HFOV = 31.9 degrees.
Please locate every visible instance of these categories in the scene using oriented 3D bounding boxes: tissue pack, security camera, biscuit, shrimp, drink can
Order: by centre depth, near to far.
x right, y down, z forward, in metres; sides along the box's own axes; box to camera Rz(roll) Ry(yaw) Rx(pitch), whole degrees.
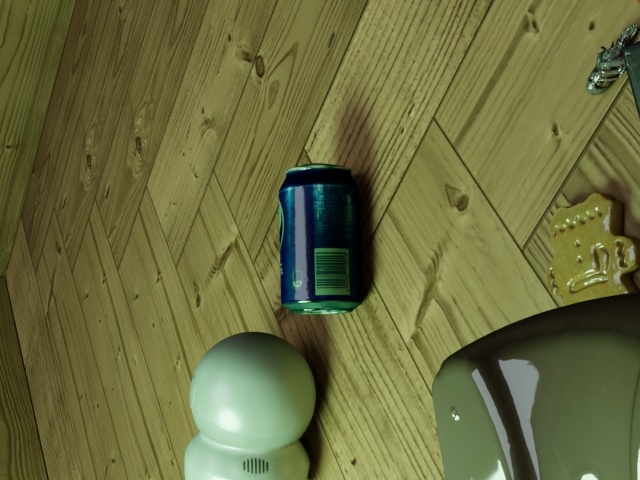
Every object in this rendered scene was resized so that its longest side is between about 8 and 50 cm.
[{"bbox_3d":[0.294,0.170,0.876,0.387,0.276,0.268,-13,83,62],"label":"tissue pack"},{"bbox_3d":[0.299,-0.186,1.131,0.092,0.029,0.038,-46,41,43],"label":"shrimp"},{"bbox_3d":[0.279,0.044,1.150,0.133,0.027,0.184,-7,82,59],"label":"biscuit"},{"bbox_3d":[0.000,0.000,1.566,0.118,0.118,0.205,-13,75,60],"label":"drink can"},{"bbox_3d":[-0.102,0.253,1.652,0.194,0.194,0.236,24,112,59],"label":"security camera"}]

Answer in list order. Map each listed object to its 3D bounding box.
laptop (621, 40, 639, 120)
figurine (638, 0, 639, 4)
[{"bbox_3d":[0.339,-0.089,0.986,0.135,0.016,0.197,-5,106,60],"label":"laptop"},{"bbox_3d":[0.284,-0.305,0.991,0.257,0.180,0.208,-126,24,-48],"label":"figurine"}]
